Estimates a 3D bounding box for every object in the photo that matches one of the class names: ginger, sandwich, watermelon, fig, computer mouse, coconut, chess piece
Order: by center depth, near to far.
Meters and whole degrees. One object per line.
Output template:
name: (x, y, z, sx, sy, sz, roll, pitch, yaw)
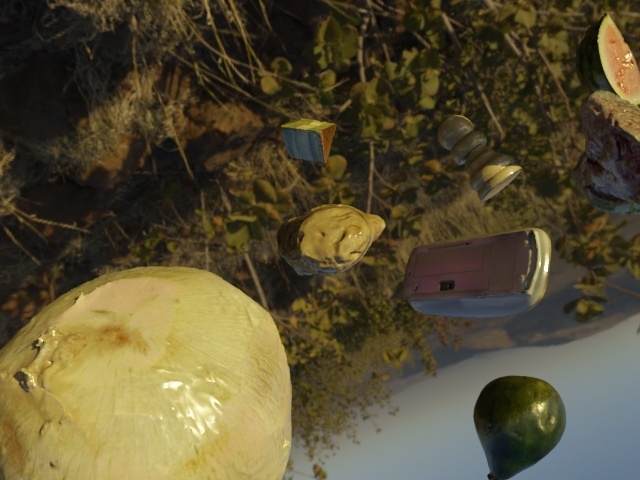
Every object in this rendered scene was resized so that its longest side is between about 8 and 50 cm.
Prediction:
watermelon: (0.284, -0.080, 0.533, 0.071, 0.139, 0.187, -42, -166, -1)
coconut: (-0.176, 0.161, 0.559, 0.297, 0.297, 0.254, -14, 123, -23)
computer mouse: (0.222, 0.047, 0.798, 0.056, 0.125, 0.245, 25, 157, -33)
watermelon: (0.452, -0.267, 0.887, 0.087, 0.163, 0.069, -45, -160, -25)
ginger: (0.000, 0.000, 1.001, 0.190, 0.126, 0.354, -23, -174, -21)
chess piece: (0.296, -0.169, 1.058, 0.094, 0.170, 0.094, -32, 165, -10)
fig: (0.426, 0.414, 1.192, 0.195, 0.244, 0.195, 13, 172, 2)
sandwich: (-0.030, -0.311, 1.494, 0.117, 0.144, 0.187, 9, 162, 8)
